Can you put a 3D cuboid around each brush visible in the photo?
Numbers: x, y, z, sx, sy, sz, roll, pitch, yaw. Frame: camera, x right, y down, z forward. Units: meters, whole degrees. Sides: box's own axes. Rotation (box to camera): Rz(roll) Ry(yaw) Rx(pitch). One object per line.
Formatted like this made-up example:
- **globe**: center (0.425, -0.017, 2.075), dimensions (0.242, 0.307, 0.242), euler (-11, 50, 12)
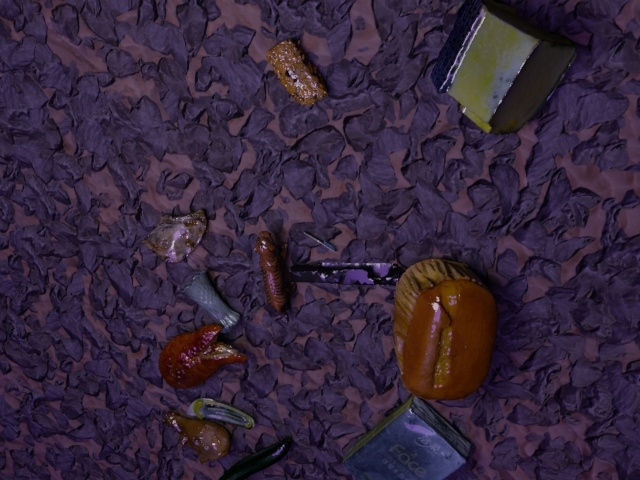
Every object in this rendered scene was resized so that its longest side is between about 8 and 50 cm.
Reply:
- **brush**: center (0.000, 0.000, 1.580), dimensions (0.084, 0.016, 0.013), euler (30, 104, 4)

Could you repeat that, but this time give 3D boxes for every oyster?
- **oyster**: center (-0.332, -0.018, 1.658), dimensions (0.105, 0.056, 0.177), euler (38, 119, -13)

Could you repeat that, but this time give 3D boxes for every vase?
- **vase**: center (-0.255, 0.149, 1.691), dimensions (0.081, 0.081, 0.148), euler (-35, 102, 26)

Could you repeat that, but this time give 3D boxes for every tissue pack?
- **tissue pack**: center (0.200, 0.503, 1.684), dimensions (0.185, 0.081, 0.257), euler (41, 119, -2)

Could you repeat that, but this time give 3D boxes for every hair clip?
- **hair clip**: center (-0.252, 0.442, 1.830), dimensions (0.188, 0.033, 0.060), euler (11, 112, 16)

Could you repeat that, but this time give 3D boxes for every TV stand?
- **TV stand**: center (0.054, 0.074, 1.578), dimensions (0.249, 0.042, 0.036), euler (0, 114, 18)

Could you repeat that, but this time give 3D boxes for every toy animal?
- **toy animal**: center (-0.102, 0.084, 1.600), dimensions (0.057, 0.099, 0.241), euler (-3, 110, 19)

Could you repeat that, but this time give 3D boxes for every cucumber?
- **cucumber**: center (-0.177, 0.582, 1.852), dimensions (0.284, 0.056, 0.056), euler (-38, 96, 26)

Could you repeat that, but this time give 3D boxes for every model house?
- **model house**: center (0.311, -0.325, 1.303), dimensions (0.211, 0.170, 0.194), euler (45, 129, 28)

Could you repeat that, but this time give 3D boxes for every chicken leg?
- **chicken leg**: center (-0.323, 0.506, 1.858), dimensions (0.208, 0.085, 0.101), euler (20, 130, 19)

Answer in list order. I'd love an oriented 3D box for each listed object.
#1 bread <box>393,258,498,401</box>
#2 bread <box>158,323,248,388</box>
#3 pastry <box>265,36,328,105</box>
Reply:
- **bread**: center (0.255, 0.191, 1.481), dimensions (0.204, 0.156, 0.288), euler (5, 110, -3)
- **bread**: center (-0.302, 0.286, 1.728), dimensions (0.269, 0.095, 0.139), euler (-27, 112, 42)
- **pastry**: center (-0.047, -0.335, 1.439), dimensions (0.080, 0.056, 0.140), euler (-27, 94, 18)
